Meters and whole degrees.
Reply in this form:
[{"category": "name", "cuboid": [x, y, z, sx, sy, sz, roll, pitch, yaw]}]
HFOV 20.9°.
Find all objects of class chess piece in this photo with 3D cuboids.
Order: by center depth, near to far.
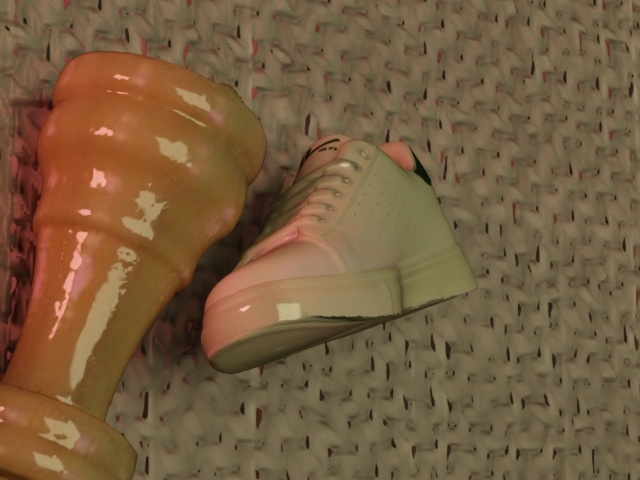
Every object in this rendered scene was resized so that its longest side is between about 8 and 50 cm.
[{"category": "chess piece", "cuboid": [-0.140, 0.105, 0.821, 0.117, 0.117, 0.397, 32, 66, -30]}]

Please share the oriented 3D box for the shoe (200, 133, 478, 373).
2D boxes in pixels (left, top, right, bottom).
[{"category": "shoe", "cuboid": [0.000, 0.000, 0.927, 0.265, 0.095, 0.110, -4, 75, -67]}]
